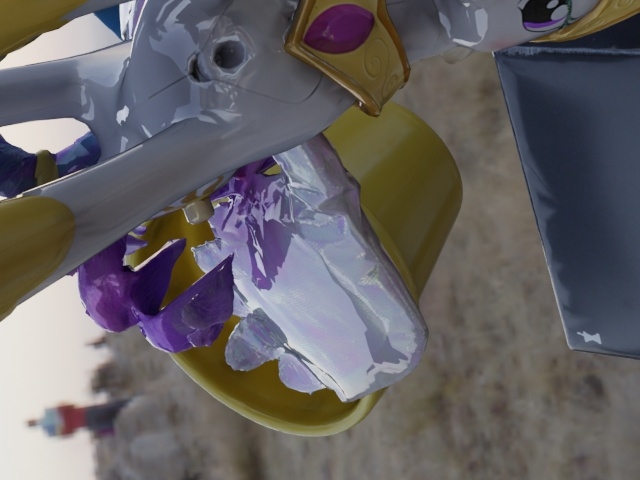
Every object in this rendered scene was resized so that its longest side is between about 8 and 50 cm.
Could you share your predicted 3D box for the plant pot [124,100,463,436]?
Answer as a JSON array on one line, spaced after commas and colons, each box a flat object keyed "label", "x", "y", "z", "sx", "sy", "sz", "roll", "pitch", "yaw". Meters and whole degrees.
[{"label": "plant pot", "x": 0.000, "y": 0.000, "z": 1.232, "sx": 0.239, "sy": 0.254, "sz": 0.254, "roll": -47, "pitch": -34, "yaw": -38}]

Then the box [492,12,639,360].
[{"label": "box", "x": 0.271, "y": -0.110, "z": 0.972, "sx": 0.294, "sy": 0.182, "sz": 0.296, "roll": -61, "pitch": -35, "yaw": -33}]

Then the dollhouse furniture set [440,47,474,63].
[{"label": "dollhouse furniture set", "x": 0.086, "y": -0.319, "z": 0.985, "sx": 0.362, "sy": 0.256, "sz": 0.394, "roll": 51, "pitch": -142, "yaw": -16}]

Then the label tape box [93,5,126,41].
[{"label": "label tape box", "x": -0.192, "y": -0.381, "z": 1.339, "sx": 0.348, "sy": 0.115, "sz": 0.249, "roll": 50, "pitch": -132, "yaw": -19}]

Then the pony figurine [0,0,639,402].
[{"label": "pony figurine", "x": -0.052, "y": -0.049, "z": 0.571, "sx": 0.351, "sy": 0.363, "sz": 0.303, "roll": -19, "pitch": 94, "yaw": 59}]
